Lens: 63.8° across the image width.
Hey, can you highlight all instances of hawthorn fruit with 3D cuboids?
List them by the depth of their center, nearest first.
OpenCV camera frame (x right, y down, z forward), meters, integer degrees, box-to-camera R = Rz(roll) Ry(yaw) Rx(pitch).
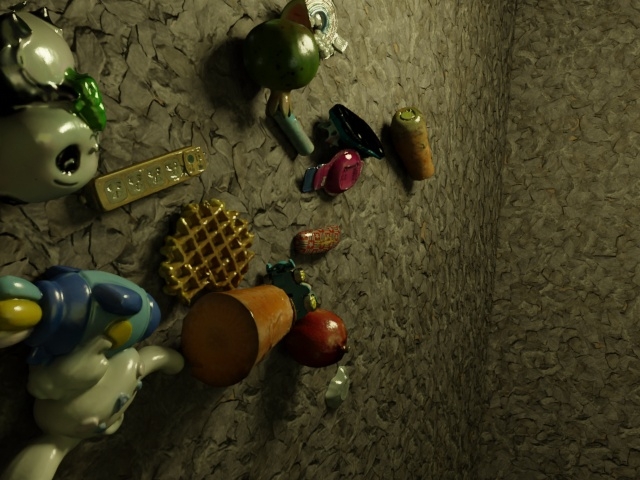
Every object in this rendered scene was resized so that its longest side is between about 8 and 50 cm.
[{"bbox_3d":[0.001,0.264,1.389,0.169,0.188,0.169,-11,102,-61],"label":"hawthorn fruit"}]

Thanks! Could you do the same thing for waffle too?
[{"bbox_3d":[-0.242,0.034,1.144,0.253,0.056,0.249,39,62,-50],"label":"waffle"}]

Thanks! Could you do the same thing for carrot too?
[{"bbox_3d":[-0.156,0.195,1.129,0.254,0.196,0.196,-6,97,-67],"label":"carrot"},{"bbox_3d":[0.333,-0.347,1.872,0.138,0.139,0.302,-62,145,-31],"label":"carrot"}]

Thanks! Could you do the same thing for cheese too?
[{"bbox_3d":[0.039,-0.194,1.507,0.244,0.062,0.155,-18,132,-40],"label":"cheese"}]

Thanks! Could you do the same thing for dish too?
[{"bbox_3d":[0.067,0.463,1.623,0.091,0.039,0.137,50,55,-44],"label":"dish"}]

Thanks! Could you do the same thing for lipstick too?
[{"bbox_3d":[-0.073,-0.293,1.367,0.158,0.048,0.048,51,52,-43],"label":"lipstick"}]

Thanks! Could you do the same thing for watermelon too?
[{"bbox_3d":[-0.057,-0.558,1.354,0.069,0.087,0.163,-76,157,-50],"label":"watermelon"}]

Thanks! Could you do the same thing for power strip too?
[{"bbox_3d":[-0.330,-0.130,1.016,0.305,0.044,0.064,-35,120,-48],"label":"power strip"}]

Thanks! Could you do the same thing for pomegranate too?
[{"bbox_3d":[-0.094,-0.408,1.229,0.187,0.187,0.225,-24,124,-52],"label":"pomegranate"}]

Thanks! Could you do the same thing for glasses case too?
[{"bbox_3d":[0.000,0.000,1.488,0.194,0.049,0.073,-15,105,-53],"label":"glasses case"}]

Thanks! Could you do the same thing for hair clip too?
[{"bbox_3d":[0.000,-0.611,1.454,0.220,0.054,0.140,42,71,-44],"label":"hair clip"}]

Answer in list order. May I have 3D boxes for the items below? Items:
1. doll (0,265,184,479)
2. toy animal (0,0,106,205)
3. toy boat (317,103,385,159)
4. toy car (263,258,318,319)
[{"bbox_3d":[-0.375,0.181,0.849,0.376,0.187,0.365,-77,166,-66],"label":"doll"},{"bbox_3d":[-0.421,-0.190,0.743,0.212,0.213,0.266,-50,127,-41],"label":"toy animal"},{"bbox_3d":[0.099,-0.312,1.584,0.299,0.092,0.134,15,47,-60],"label":"toy boat"},{"bbox_3d":[-0.080,0.122,1.344,0.098,0.126,0.161,-46,121,-71],"label":"toy car"}]
